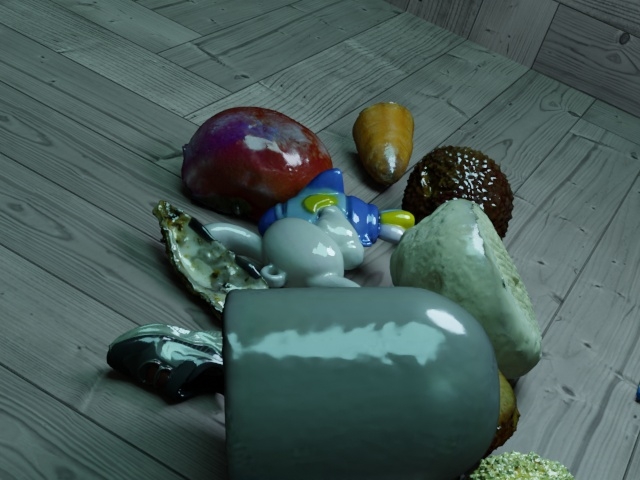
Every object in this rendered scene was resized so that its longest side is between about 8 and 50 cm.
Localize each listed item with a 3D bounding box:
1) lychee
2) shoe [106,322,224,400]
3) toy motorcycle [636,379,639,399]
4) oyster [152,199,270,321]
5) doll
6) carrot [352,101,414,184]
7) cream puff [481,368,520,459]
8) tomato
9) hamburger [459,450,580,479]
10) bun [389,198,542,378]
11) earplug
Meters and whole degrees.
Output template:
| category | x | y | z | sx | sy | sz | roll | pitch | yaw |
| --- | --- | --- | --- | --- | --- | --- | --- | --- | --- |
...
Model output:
| category | x | y | z | sx | sy | sz | roll | pitch | yaw |
| --- | --- | --- | --- | --- | --- | --- | --- | --- | --- |
| lychee | 0.313 | -0.077 | 2.346 | 0.268 | 0.267 | 0.267 | 15 | 30 | -9 |
| shoe | -0.229 | 0.205 | 1.711 | 0.228 | 0.099 | 0.112 | 4 | 41 | -27 |
| toy motorcycle | 0.725 | 0.262 | 2.182 | 0.136 | 0.092 | 0.254 | 21 | 38 | 21 |
| oyster | -0.210 | 0.046 | 1.981 | 0.129 | 0.078 | 0.345 | -30 | 61 | -27 |
| doll | -0.003 | 0.006 | 2.109 | 0.376 | 0.187 | 0.365 | 39 | 44 | 9 |
| carrot | 0.161 | -0.222 | 2.579 | 0.159 | 0.159 | 0.225 | 13 | 33 | -11 |
| cream puff | 0.217 | 0.282 | 1.775 | 0.240 | 0.163 | 0.240 | 4 | 29 | -3 |
| tomato | -0.123 | -0.193 | 2.269 | 0.335 | 0.176 | 0.289 | 21 | 47 | -4 |
| hamburger | 0.314 | 0.424 | 1.619 | 0.243 | 0.138 | 0.262 | 29 | 30 | 14 |
| bun | 0.267 | 0.102 | 1.999 | 0.359 | 0.211 | 0.359 | 55 | 17 | -26 |
| earplug | 0.058 | 0.214 | 1.533 | 0.394 | 0.312 | 0.312 | -3 | 33 | -2 |
